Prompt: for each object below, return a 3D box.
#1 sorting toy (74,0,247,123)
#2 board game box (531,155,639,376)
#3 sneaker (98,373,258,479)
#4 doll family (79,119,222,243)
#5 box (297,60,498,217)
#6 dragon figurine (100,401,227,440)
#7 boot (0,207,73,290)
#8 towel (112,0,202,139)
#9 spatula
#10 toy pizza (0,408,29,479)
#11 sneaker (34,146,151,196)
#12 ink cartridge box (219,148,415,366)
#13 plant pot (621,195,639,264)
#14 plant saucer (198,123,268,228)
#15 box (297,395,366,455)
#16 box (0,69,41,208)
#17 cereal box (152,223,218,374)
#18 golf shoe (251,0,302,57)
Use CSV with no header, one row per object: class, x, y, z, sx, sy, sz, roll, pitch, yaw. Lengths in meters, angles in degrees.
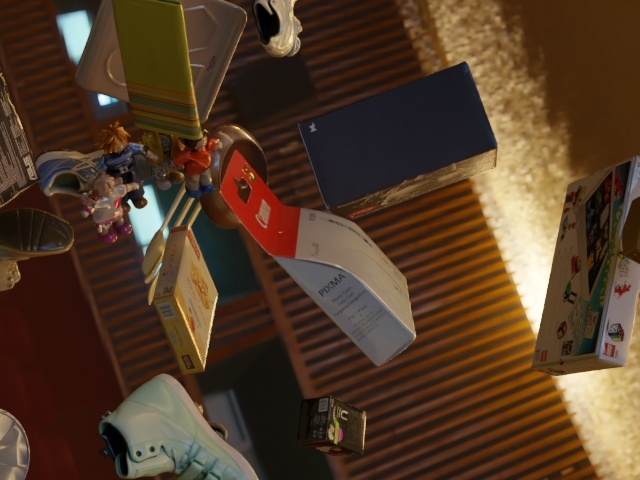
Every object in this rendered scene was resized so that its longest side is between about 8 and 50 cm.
sorting toy,-0.237,-0.289,1.836,0.193,0.208,0.038,-66,-157,18
board game box,0.404,0.043,1.826,0.193,0.053,0.305,153,-46,-69
sneaker,-0.195,0.318,1.685,0.256,0.151,0.094,48,-45,9
doll family,-0.287,-0.123,1.964,0.118,0.263,0.163,45,-27,31
box,0.159,-0.183,2.430,0.312,0.343,0.179,26,44,-81
dragon figurine,-0.312,0.390,2.537,0.289,0.085,0.144,22,-86,22
boot,-0.492,0.020,1.983,0.165,0.213,0.077,92,-3,-62
towel,-0.217,-0.233,1.663,0.102,0.021,0.237,13,-40,13
spatula,-0.282,-0.012,2.372,0.019,0.242,0.168,19,-29,13
toy pizza,-0.636,0.413,2.326,0.032,0.201,0.201,-2,-76,41
sneaker,-0.377,-0.108,2.097,0.081,0.211,0.080,-103,-171,-48
ink cartridge box,0.000,0.000,2.065,0.385,0.091,0.308,49,12,-12
plant pot,0.443,-0.008,1.630,0.081,0.083,0.081,29,-15,-2
plant saucer,-0.156,-0.120,2.325,0.036,0.198,0.198,3,-71,37
box,0.016,0.251,1.669,0.052,0.083,0.062,-11,-118,37
box,-0.536,-0.159,1.716,0.076,0.242,0.307,10,-52,33
cereal box,-0.242,0.103,2.244,0.240,0.047,0.173,-87,161,-57
golf shoe,-0.071,-0.359,1.819,0.069,0.086,0.176,-11,-94,22
